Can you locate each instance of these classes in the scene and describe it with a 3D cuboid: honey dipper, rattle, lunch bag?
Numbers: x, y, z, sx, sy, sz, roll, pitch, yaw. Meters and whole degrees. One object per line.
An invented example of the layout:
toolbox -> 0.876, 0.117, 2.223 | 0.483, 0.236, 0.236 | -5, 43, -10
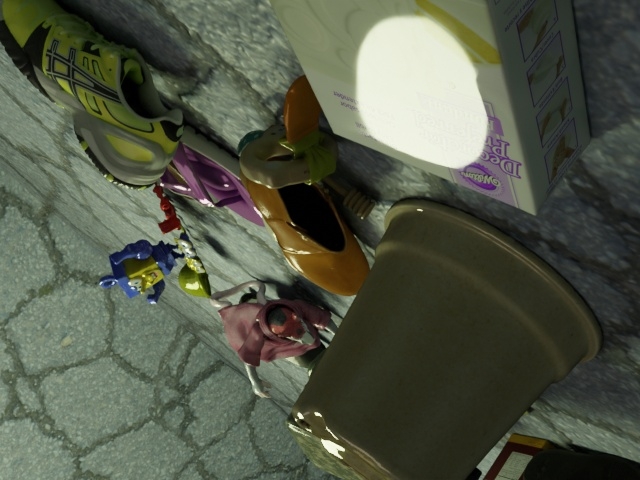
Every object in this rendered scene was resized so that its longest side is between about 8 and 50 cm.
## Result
honey dipper -> 0.005, -0.088, 1.273 | 0.161, 0.030, 0.030 | 38, 164, 11
rattle -> -0.060, -0.154, 1.162 | 0.142, 0.130, 0.199 | 62, 180, -32
lunch bag -> 0.088, 0.339, 1.861 | 0.213, 0.256, 0.305 | 18, 156, 25

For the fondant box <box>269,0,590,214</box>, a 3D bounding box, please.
fondant box -> 0.075, -0.183, 0.739 | 0.238, 0.096, 0.330 | 27, 162, 34

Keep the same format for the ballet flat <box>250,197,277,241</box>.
ballet flat -> -0.041, -0.020, 1.460 | 0.077, 0.079, 0.221 | 17, 154, 51

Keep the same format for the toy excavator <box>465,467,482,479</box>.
toy excavator -> 0.217, 0.304, 1.588 | 0.222, 0.445, 0.432 | 33, 119, 19

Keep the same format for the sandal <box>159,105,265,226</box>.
sandal -> -0.245, -0.131, 1.550 | 0.416, 0.102, 0.169 | 37, 164, 1

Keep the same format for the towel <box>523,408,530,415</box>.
towel -> 0.339, 0.291, 1.627 | 0.060, 0.009, 0.083 | 35, 164, 8

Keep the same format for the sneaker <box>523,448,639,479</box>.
sneaker -> 0.492, 0.455, 1.547 | 0.178, 0.123, 0.295 | 43, 163, -17

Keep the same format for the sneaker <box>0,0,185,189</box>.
sneaker -> -0.343, -0.264, 1.396 | 0.147, 0.145, 0.384 | -41, 90, 30

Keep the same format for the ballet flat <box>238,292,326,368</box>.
ballet flat -> -0.099, 0.216, 2.221 | 0.280, 0.095, 0.096 | 30, 150, 25

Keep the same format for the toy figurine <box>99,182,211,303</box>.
toy figurine -> -0.387, 0.043, 2.027 | 0.191, 0.217, 0.362 | 60, 172, 23

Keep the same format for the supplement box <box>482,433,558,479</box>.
supplement box -> 0.410, 0.506, 1.732 | 0.191, 0.194, 0.129 | 41, 164, -10

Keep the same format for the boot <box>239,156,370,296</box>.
boot -> 0.000, -0.001, 1.316 | 0.295, 0.104, 0.211 | 48, 174, -22

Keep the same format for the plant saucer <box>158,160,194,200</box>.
plant saucer -> -0.300, -0.152, 1.720 | 0.199, 0.036, 0.198 | 35, 166, 10

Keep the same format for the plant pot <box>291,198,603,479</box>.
plant pot -> 0.138, 0.170, 1.191 | 0.334, 0.305, 0.334 | 34, 164, 11

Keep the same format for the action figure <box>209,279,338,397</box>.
action figure -> -0.080, 0.171, 1.977 | 0.275, 0.248, 0.370 | 64, 167, 8
